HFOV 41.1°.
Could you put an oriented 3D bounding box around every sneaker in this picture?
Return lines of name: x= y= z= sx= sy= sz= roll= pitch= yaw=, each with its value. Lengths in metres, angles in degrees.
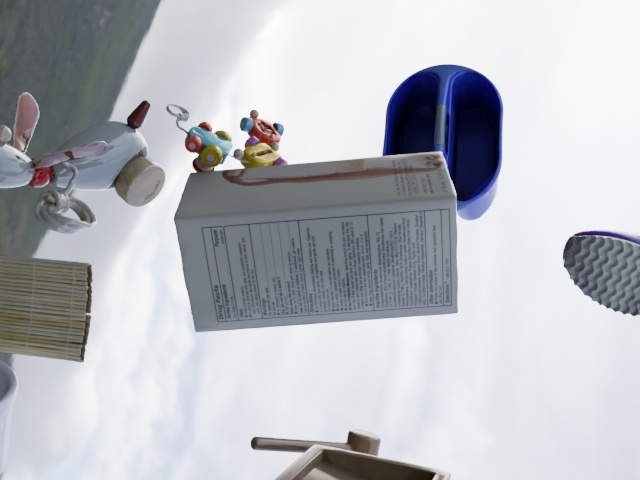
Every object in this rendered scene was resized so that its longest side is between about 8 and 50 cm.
sneaker: x=0.478 y=0.039 z=1.204 sx=0.146 sy=0.293 sz=0.102 roll=-74 pitch=179 yaw=-65

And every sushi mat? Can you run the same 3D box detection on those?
sushi mat: x=-0.498 y=0.096 z=1.304 sx=0.019 sy=0.317 sz=0.151 roll=-2 pitch=97 yaw=-77

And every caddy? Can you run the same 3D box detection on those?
caddy: x=0.255 y=-0.199 z=1.759 sx=0.179 sy=0.241 sz=0.341 roll=59 pitch=34 yaw=-64

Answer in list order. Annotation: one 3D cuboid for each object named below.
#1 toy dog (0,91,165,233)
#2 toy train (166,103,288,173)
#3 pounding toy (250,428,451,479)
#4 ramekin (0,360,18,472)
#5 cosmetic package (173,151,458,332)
toy dog: x=-0.366 y=-0.150 z=1.311 sx=0.161 sy=0.220 sz=0.334 roll=-65 pitch=172 yaw=18
toy train: x=-0.108 y=-0.116 z=1.036 sx=0.125 sy=0.166 sz=0.046 roll=54 pitch=-52 yaw=38
pounding toy: x=0.016 y=0.234 z=0.745 sx=0.206 sy=0.181 sz=0.094 roll=-5 pitch=102 yaw=-73
ramekin: x=-0.566 y=0.262 z=1.182 sx=0.277 sy=0.277 sz=0.135 roll=-144 pitch=-123 yaw=-65
cosmetic package: x=0.000 y=0.000 z=0.960 sx=0.129 sy=0.296 sz=0.153 roll=-90 pitch=176 yaw=-61
